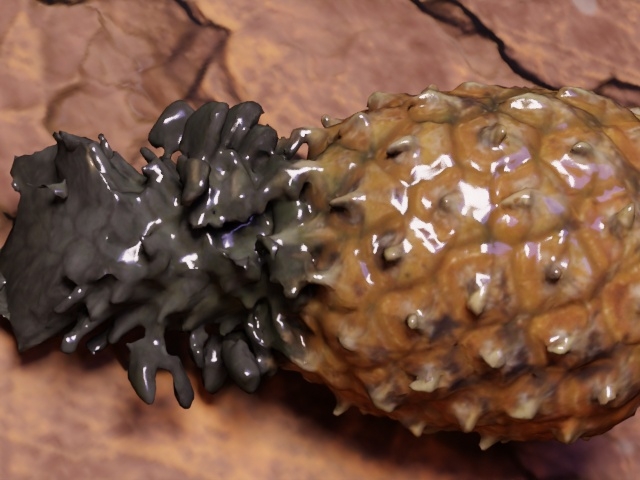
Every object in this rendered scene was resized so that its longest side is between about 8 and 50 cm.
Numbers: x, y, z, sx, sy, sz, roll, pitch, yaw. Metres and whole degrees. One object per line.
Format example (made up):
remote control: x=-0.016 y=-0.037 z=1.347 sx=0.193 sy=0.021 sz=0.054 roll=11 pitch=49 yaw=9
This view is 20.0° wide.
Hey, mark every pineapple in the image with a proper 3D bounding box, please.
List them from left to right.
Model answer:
pineapple: x=0.000 y=0.000 z=0.734 sx=0.279 sy=0.158 sz=0.158 roll=6 pitch=59 yaw=-8
